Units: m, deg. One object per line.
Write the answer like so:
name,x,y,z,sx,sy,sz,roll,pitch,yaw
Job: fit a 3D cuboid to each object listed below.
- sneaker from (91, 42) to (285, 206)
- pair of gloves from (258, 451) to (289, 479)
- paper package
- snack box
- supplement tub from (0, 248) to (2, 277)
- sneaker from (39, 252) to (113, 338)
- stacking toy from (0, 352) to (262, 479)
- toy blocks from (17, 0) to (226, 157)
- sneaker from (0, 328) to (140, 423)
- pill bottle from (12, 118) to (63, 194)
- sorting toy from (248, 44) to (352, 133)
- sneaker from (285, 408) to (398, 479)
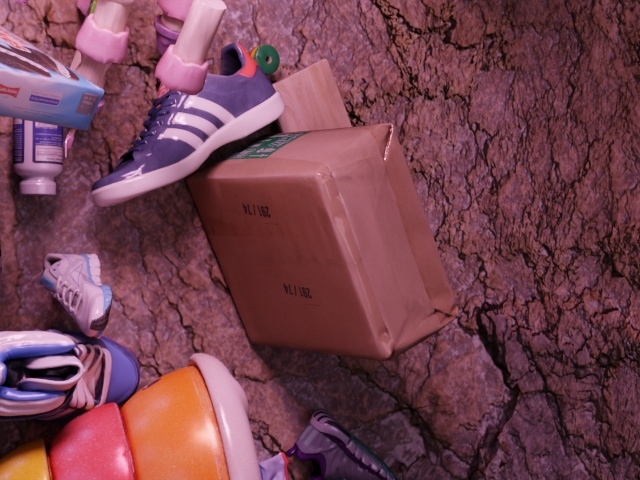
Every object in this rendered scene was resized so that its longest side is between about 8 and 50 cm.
sneaker,-0.212,-0.174,1.827,0.350,0.131,0.148,-38,105,-38
pair of gloves,-0.104,0.426,1.966,0.159,0.023,0.198,-12,97,-38
paper package,0.000,0.000,1.857,0.168,0.325,0.310,-31,109,-34
snack box,-0.430,-0.232,1.492,0.187,0.322,0.060,4,116,-61
supplement tub,-0.491,-0.041,1.549,0.193,0.193,0.316,-6,93,-38
sneaker,-0.332,0.070,1.698,0.083,0.191,0.071,14,107,-27
stacking toy,-0.320,0.350,1.628,0.479,0.350,0.351,-8,96,-15
toy blocks,-0.306,-0.292,1.680,0.309,0.289,0.260,18,121,-17
sneaker,-0.332,0.181,1.647,0.322,0.236,0.130,10,84,-38
pill bottle,-0.382,-0.122,1.717,0.067,0.067,0.120,1,89,-39
sorting toy,-0.024,-0.194,2.016,0.132,0.046,0.275,-32,109,-34
sneaker,0.037,0.367,2.061,0.098,0.083,0.223,-46,118,-2
